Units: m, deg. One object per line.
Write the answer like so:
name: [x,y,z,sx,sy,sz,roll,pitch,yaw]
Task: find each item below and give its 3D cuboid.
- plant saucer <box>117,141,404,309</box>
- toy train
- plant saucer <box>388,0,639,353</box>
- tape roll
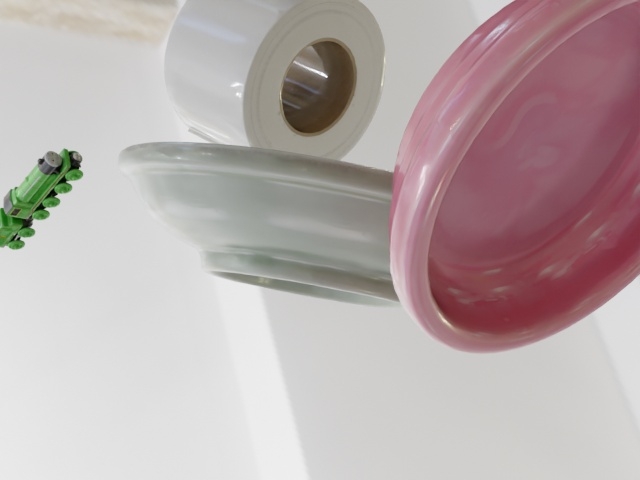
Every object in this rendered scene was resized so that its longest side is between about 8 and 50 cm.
plant saucer: [0.000,0.000,1.180,0.400,0.400,0.101,12,-97,-27]
toy train: [-0.151,-0.021,0.649,0.023,0.083,0.017,11,-130,-37]
plant saucer: [0.178,-0.066,0.934,0.332,0.332,0.084,-6,-141,-38]
tape roll: [-0.057,-0.221,1.619,0.246,0.246,0.169,-15,-149,-41]
